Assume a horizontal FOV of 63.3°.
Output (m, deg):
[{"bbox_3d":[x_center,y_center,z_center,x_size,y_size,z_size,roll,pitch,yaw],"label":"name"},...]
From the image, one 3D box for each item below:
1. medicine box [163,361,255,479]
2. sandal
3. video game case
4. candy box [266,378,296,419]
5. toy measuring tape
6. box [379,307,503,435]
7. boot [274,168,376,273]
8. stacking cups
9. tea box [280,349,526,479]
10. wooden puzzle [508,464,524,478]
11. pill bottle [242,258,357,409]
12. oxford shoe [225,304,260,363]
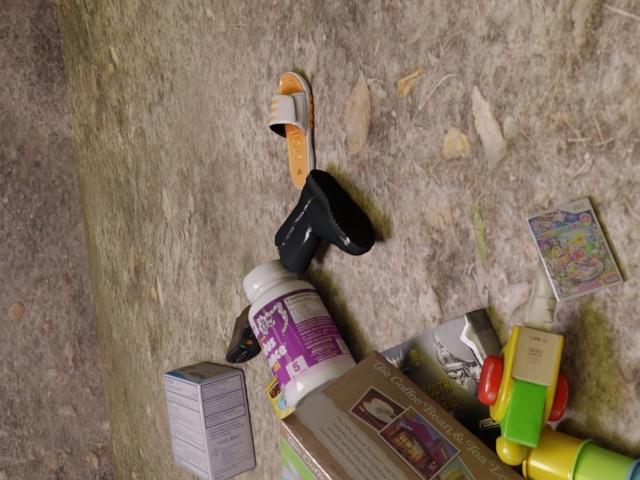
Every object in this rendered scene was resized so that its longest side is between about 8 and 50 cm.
[{"bbox_3d":[-0.338,0.533,1.555,0.263,0.149,0.290,-8,89,51],"label":"medicine box"},{"bbox_3d":[-0.069,-0.247,1.155,0.101,0.076,0.266,-8,90,51],"label":"sandal"},{"bbox_3d":[0.338,0.012,0.695,0.011,0.087,0.122,52,-160,-77],"label":"video game case"},{"bbox_3d":[-0.068,0.369,1.291,0.105,0.027,0.206,58,135,24],"label":"candy box"},{"bbox_3d":[0.296,0.146,0.738,0.121,0.121,0.331,1,73,51],"label":"toy measuring tape"},{"bbox_3d":[0.219,0.242,0.890,0.231,0.056,0.183,-38,67,47],"label":"box"},{"bbox_3d":[0.000,0.000,1.091,0.247,0.094,0.207,58,132,38],"label":"boot"},{"bbox_3d":[0.417,0.313,0.633,0.316,0.095,0.096,1,97,49],"label":"stacking cups"},{"bbox_3d":[0.116,0.424,0.834,0.329,0.219,0.324,37,140,35],"label":"tea box"},{"bbox_3d":[0.319,0.410,0.828,0.078,0.014,0.117,-15,84,56],"label":"wooden puzzle"},{"bbox_3d":[-0.057,0.195,1.137,0.302,0.169,0.169,59,136,27],"label":"pill bottle"},{"bbox_3d":[-0.204,0.258,1.417,0.227,0.082,0.096,-59,33,38],"label":"oxford shoe"}]
